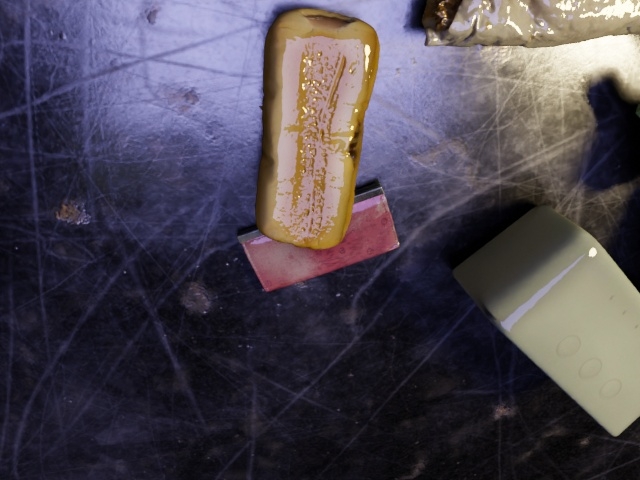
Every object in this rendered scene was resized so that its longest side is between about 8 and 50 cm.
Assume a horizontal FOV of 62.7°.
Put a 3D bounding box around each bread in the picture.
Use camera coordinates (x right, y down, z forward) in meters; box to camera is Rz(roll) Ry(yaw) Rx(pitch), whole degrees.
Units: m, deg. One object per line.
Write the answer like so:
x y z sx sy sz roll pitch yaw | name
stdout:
-0.012 -0.138 0.693 0.142 0.091 0.305 7 115 -4 | bread

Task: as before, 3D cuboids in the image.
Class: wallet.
0.000 0.000 0.820 0.232 0.025 0.119 -19 122 5 | wallet

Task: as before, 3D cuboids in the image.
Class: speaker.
0.420 0.133 0.867 0.184 0.183 0.406 -44 116 12 | speaker

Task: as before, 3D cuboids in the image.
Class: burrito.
0.318 -0.305 0.654 0.392 0.076 0.117 -6 112 -6 | burrito

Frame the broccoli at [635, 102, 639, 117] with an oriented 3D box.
0.517 -0.145 0.719 0.194 0.194 0.219 40 79 -26 | broccoli
